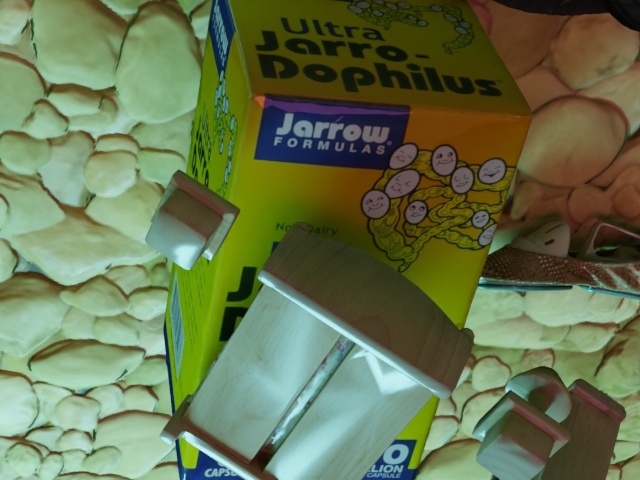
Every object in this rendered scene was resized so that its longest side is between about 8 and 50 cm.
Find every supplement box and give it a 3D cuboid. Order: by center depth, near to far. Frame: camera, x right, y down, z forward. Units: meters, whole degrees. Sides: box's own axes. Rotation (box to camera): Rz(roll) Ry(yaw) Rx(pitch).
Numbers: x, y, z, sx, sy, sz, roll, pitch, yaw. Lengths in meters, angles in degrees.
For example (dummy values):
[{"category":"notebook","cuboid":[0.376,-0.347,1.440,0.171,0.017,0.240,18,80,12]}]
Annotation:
[{"category":"supplement box","cuboid":[0.000,0.000,0.940,0.194,0.195,0.356,2,126,-14]}]

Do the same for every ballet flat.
[{"category":"ballet flat","cuboid":[0.227,0.015,1.094,0.206,0.073,0.067,3,98,-18]}]

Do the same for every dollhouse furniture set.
[{"category":"dollhouse furniture set","cuboid":[0.019,0.117,0.887,0.355,0.174,0.303,34,131,0]}]

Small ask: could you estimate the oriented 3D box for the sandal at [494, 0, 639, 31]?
[{"category":"sandal","cuboid":[0.308,-0.217,0.898,0.446,0.107,0.167,3,126,-15]}]
